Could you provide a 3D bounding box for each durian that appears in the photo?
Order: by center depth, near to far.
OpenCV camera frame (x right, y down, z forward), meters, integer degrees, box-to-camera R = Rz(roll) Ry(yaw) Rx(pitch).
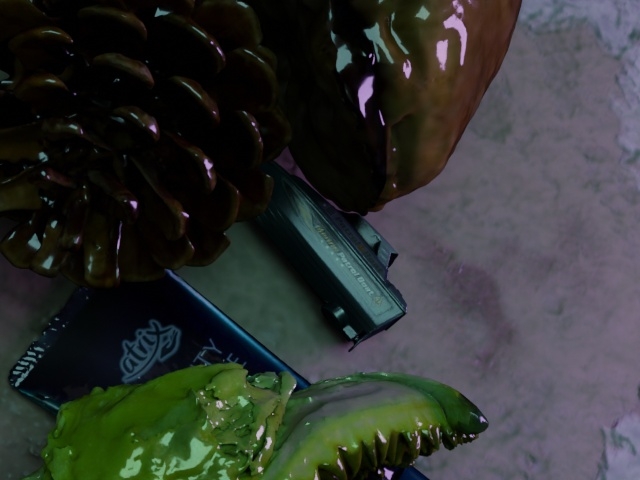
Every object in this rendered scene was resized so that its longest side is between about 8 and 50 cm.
[{"bbox_3d":[-0.085,0.139,0.933,0.375,0.106,0.132,-15,72,-9],"label":"durian"}]

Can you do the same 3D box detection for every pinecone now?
[{"bbox_3d":[-0.123,-0.061,0.965,0.207,0.208,0.208,6,69,-17],"label":"pinecone"}]

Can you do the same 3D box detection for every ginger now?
[{"bbox_3d":[0.039,-0.170,1.065,0.223,0.200,0.269,-30,76,-20],"label":"ginger"}]

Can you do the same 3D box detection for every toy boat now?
[{"bbox_3d":[0.000,0.000,1.072,0.060,0.055,0.141,-39,86,-19],"label":"toy boat"}]

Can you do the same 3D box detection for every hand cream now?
[{"bbox_3d":[-0.046,0.117,1.021,0.270,0.061,0.120,35,67,5],"label":"hand cream"}]
